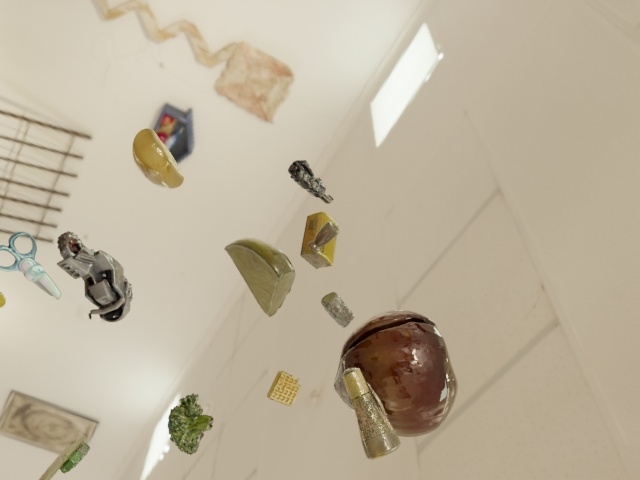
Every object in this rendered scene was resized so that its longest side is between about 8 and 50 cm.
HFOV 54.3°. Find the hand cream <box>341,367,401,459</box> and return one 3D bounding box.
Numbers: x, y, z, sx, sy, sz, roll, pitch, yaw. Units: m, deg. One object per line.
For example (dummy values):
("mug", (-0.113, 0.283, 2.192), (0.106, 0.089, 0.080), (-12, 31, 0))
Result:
("hand cream", (0.104, 0.382, 1.404), (0.084, 0.084, 0.203), (-43, -114, 52))

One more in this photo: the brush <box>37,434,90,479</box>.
("brush", (-0.613, 0.535, 1.476), (0.054, 0.048, 0.282), (-39, -177, -1))

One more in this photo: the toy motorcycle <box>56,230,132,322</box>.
("toy motorcycle", (-0.421, 0.078, 1.169), (0.080, 0.215, 0.122), (-24, -128, 6))

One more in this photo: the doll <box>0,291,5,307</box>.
("doll", (-0.992, 0.164, 1.672), (0.141, 0.296, 0.117), (58, 38, -56))

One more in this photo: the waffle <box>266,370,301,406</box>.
("waffle", (-0.102, 0.437, 1.844), (0.021, 0.135, 0.092), (18, -101, 34))

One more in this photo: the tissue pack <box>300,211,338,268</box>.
("tissue pack", (0.000, 0.000, 2.214), (0.082, 0.120, 0.169), (-10, -125, 32))

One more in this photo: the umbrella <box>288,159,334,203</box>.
("umbrella", (-0.018, -0.166, 1.904), (0.071, 0.248, 0.071), (-12, -119, 22))

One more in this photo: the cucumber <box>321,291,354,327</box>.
("cucumber", (0.053, 0.211, 1.870), (0.064, 0.112, 0.064), (-33, -163, 11))

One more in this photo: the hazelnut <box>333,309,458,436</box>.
("hazelnut", (0.260, 0.446, 2.022), (0.429, 0.402, 0.402), (78, 17, -46))

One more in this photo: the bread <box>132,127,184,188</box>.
("bread", (-0.461, -0.219, 1.747), (0.098, 0.147, 0.217), (-35, 167, -5))

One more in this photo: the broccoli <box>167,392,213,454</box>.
("broccoli", (-0.399, 0.573, 1.951), (0.160, 0.154, 0.167), (-5, -137, 26))

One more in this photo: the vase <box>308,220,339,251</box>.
("vase", (0.010, -0.010, 2.001), (0.101, 0.053, 0.053), (-46, -159, 15))

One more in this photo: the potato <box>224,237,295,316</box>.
("potato", (-0.143, 0.091, 1.885), (0.112, 0.269, 0.255), (-37, -170, -27))

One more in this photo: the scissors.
("scissors", (-0.823, 0.086, 1.787), (0.125, 0.256, 0.030), (-42, -131, -17))
